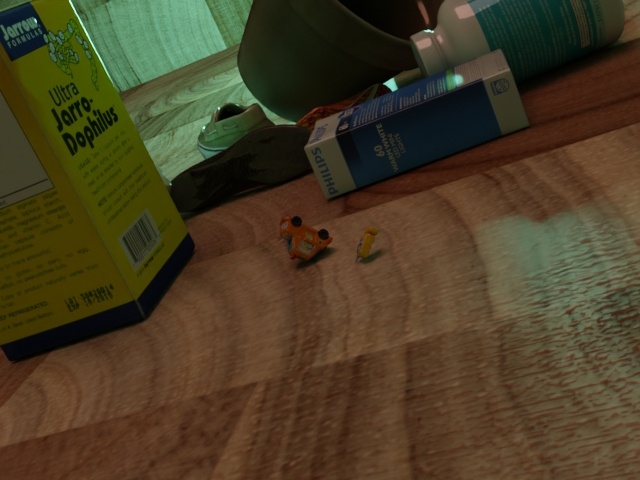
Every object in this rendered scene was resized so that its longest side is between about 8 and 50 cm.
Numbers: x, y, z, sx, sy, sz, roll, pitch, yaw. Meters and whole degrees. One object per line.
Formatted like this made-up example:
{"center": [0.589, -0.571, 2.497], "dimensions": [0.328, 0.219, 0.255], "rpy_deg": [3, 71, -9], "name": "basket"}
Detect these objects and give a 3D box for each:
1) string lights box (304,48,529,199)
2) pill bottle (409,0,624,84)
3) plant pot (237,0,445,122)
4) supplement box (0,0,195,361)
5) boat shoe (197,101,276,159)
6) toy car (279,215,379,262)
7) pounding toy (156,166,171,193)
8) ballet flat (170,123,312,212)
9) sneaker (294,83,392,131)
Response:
{"center": [0.117, -0.147, 1.111], "dimensions": [0.259, 0.077, 0.133], "rpy_deg": [-20, 19, 14], "name": "string lights box"}
{"center": [0.259, -0.286, 1.203], "dimensions": [0.264, 0.146, 0.146], "rpy_deg": [-23, 19, 4], "name": "pill bottle"}
{"center": [0.009, -0.346, 1.446], "dimensions": [0.280, 0.323, 0.323], "rpy_deg": [-44, 2, 41], "name": "plant pot"}
{"center": [-0.328, -0.076, 1.034], "dimensions": [0.194, 0.357, 0.195], "rpy_deg": [-18, 20, 18], "name": "supplement box"}
{"center": [-0.142, -0.193, 1.530], "dimensions": [0.109, 0.094, 0.302], "rpy_deg": [-32, 20, -21], "name": "boat shoe"}
{"center": [0.000, 0.000, 0.898], "dimensions": [0.122, 0.060, 0.041], "rpy_deg": [-6, 57, 58], "name": "toy car"}
{"center": [-0.342, -0.104, 1.258], "dimensions": [0.269, 0.155, 0.154], "rpy_deg": [10, 17, -6], "name": "pounding toy"}
{"center": [-0.112, -0.103, 1.293], "dimensions": [0.249, 0.084, 0.058], "rpy_deg": [-23, 3, 19], "name": "ballet flat"}
{"center": [0.034, -0.183, 1.363], "dimensions": [0.175, 0.064, 0.067], "rpy_deg": [-24, 2, -21], "name": "sneaker"}
